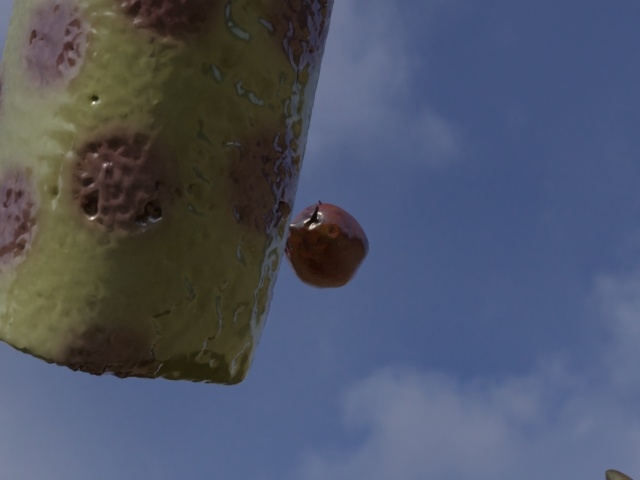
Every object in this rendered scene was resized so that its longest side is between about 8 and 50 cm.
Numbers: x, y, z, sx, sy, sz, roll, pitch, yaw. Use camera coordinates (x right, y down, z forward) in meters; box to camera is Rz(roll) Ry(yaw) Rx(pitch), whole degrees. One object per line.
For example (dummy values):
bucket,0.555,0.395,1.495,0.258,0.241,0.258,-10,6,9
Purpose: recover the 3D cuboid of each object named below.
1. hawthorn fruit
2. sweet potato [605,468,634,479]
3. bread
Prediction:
hawthorn fruit,0.000,0.000,1.278,0.081,0.081,0.093,-24,-37,16
sweet potato,0.228,0.217,0.913,0.038,0.153,0.041,-25,-50,-1
bread,-0.092,-0.089,0.806,0.155,0.338,0.187,13,0,38
